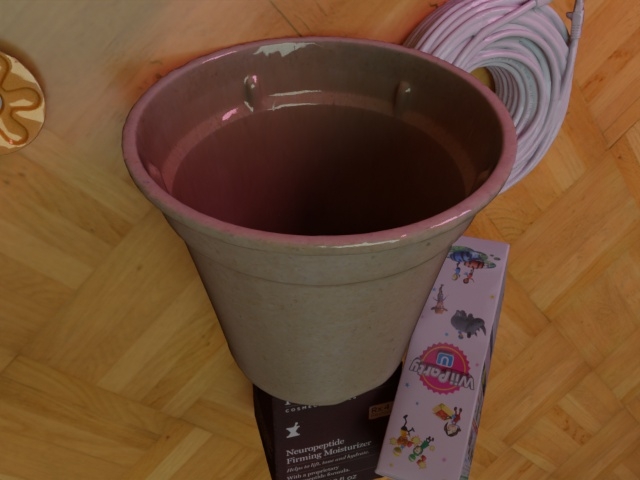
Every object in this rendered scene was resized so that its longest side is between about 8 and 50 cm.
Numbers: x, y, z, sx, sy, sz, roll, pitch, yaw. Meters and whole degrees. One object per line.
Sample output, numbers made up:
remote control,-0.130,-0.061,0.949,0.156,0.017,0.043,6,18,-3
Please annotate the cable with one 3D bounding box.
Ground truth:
cable,0.193,-0.172,0.687,0.257,0.089,0.257,-19,126,-13

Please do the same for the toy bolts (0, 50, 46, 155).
toy bolts,-0.325,-0.142,0.410,0.218,0.158,0.228,2,118,-26

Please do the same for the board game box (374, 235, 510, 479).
board game box,0.175,0.173,0.739,0.224,0.098,0.303,56,48,-61

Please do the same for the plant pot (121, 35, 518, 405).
plant pot,0.000,0.000,0.581,0.334,0.333,0.305,-16,136,-16

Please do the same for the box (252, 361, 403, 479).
box,0.000,0.209,0.761,0.169,0.167,0.203,-8,119,-14
